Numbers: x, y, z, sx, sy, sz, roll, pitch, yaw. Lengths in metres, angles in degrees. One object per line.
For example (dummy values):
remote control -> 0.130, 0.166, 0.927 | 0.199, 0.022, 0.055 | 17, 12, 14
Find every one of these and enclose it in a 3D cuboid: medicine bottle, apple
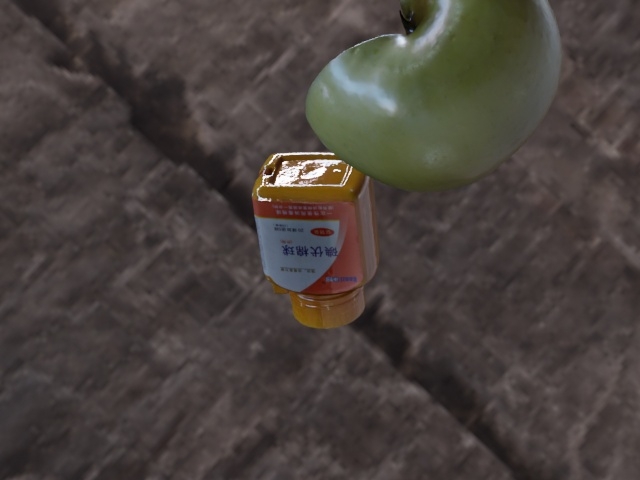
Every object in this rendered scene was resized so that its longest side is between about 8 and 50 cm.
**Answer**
medicine bottle -> 0.000, 0.000, 1.863 | 0.112, 0.149, 0.222 | -70, -22, -52
apple -> 0.145, -0.188, 1.564 | 0.295, 0.233, 0.258 | -58, -29, -9
